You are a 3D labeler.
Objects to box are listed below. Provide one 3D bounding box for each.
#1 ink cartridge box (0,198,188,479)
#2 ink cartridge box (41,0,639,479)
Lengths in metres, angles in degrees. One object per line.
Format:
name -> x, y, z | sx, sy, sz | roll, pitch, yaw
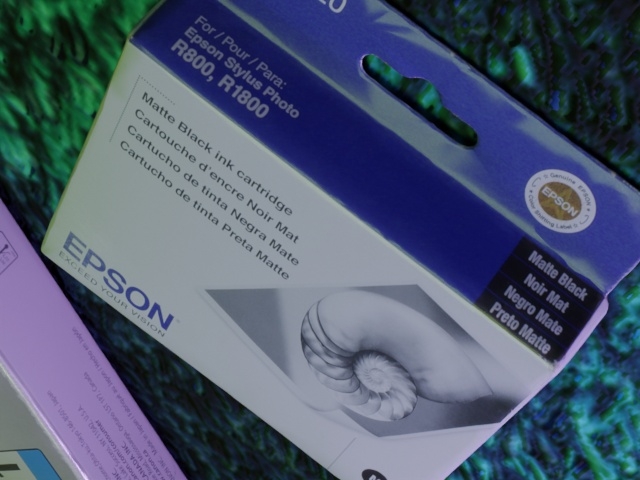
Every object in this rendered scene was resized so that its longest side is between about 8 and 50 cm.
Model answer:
ink cartridge box -> -0.245, 0.060, 0.858 | 0.261, 0.066, 0.296 | -9, 120, 40
ink cartridge box -> 0.000, 0.000, 0.641 | 0.223, 0.045, 0.224 | 37, 138, 3
